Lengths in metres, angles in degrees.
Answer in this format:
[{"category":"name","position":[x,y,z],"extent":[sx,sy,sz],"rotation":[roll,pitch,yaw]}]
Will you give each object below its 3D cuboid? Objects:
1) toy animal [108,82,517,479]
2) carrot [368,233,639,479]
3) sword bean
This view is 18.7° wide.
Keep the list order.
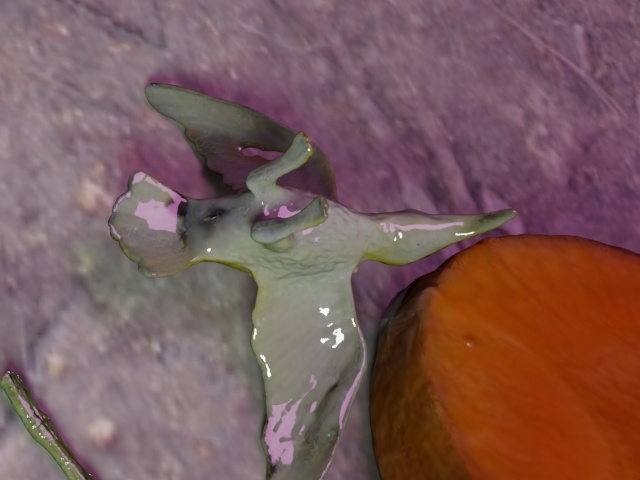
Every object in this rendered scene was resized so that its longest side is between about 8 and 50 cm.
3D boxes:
[{"category":"toy animal","position":[0.000,0.000,0.805],"extent":[0.095,0.155,0.219],"rotation":[48,29,-61]},{"category":"carrot","position":[0.159,0.115,0.868],"extent":[0.307,0.100,0.258],"rotation":[38,40,-4]},{"category":"sword bean","position":[-0.098,0.085,0.753],"extent":[0.083,0.012,0.012],"rotation":[50,43,4]}]
